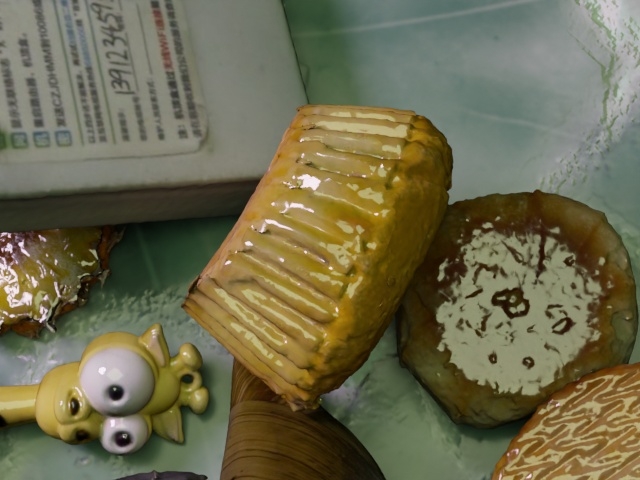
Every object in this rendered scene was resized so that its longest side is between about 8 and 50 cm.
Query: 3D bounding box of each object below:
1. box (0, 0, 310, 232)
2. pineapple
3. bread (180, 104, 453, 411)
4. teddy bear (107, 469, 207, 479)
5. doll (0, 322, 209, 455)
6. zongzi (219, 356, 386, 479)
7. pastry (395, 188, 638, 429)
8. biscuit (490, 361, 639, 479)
[{"bbox_3d":[-0.226,-0.204,1.256,0.396,0.111,0.396,-4,71,-31],"label":"box"},{"bbox_3d":[-0.264,-0.004,1.325,0.221,0.047,0.221,-2,73,6],"label":"pineapple"},{"bbox_3d":[0.004,0.000,1.185,0.139,0.240,0.240,31,79,-2],"label":"bread"},{"bbox_3d":[-0.193,0.269,1.208,0.251,0.144,0.171,-19,105,-12],"label":"teddy bear"},{"bbox_3d":[-0.235,0.132,1.265,0.291,0.086,0.117,-6,115,0],"label":"doll"},{"bbox_3d":[-0.043,0.187,1.151,0.134,0.286,0.288,-37,70,18],"label":"zongzi"},{"bbox_3d":[0.153,0.054,1.256,0.192,0.093,0.182,-7,77,2],"label":"pastry"},{"bbox_3d":[0.245,0.210,1.161,0.254,0.035,0.254,-1,75,6],"label":"biscuit"}]
